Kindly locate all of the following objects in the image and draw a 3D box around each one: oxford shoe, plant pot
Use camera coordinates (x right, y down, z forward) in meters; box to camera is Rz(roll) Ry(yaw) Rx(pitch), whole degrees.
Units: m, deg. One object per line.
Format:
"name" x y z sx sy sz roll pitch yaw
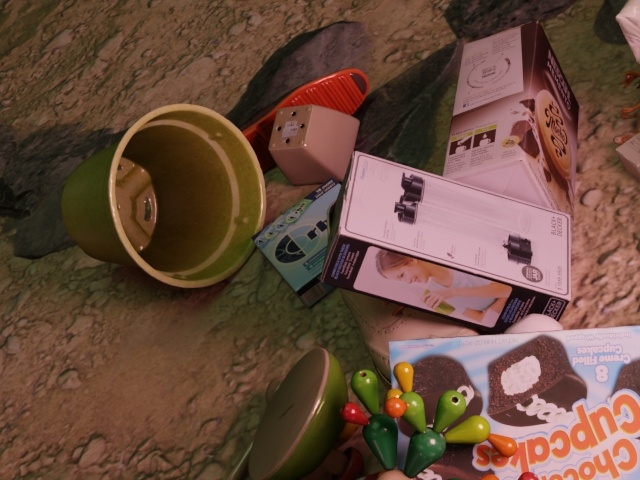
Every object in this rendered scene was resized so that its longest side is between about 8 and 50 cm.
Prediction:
"oxford shoe" -0.047 -0.209 2.339 0.271 0.097 0.098 -30 29 7
"plant pot" -0.269 -0.060 2.222 0.254 0.276 0.276 -5 43 52
"oxford shoe" 0.094 0.080 1.816 0.140 0.146 0.397 -35 35 -5
"plant pot" -0.018 -0.156 2.215 0.109 0.096 0.109 -2 66 38

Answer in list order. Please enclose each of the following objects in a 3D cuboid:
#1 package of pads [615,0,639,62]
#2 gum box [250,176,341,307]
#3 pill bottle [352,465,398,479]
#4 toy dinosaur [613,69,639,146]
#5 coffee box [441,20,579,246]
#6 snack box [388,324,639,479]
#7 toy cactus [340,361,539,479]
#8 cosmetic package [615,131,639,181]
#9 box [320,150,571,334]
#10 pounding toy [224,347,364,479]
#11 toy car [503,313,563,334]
"package of pads" 0.527 -0.304 1.652 0.297 0.101 0.229 11 55 47
"gum box" 0.000 0.000 2.087 0.157 0.041 0.184 -37 35 -4
"pill bottle" 0.075 0.304 1.614 0.152 0.086 0.086 -21 36 18
"toy dinosaur" 0.474 -0.201 1.937 0.211 0.064 0.112 -45 52 1
"coffee box" 0.262 -0.134 1.920 0.119 0.168 0.297 -15 39 26
"snack box" 0.237 0.187 1.489 0.322 0.060 0.187 -5 86 19
"toy cactus" 0.098 0.234 1.460 0.180 0.219 0.112 -59 -10 20
"cosmetic package" 0.452 -0.127 1.865 0.115 0.041 0.060 -35 35 0
"box" 0.156 0.008 1.748 0.290 0.087 0.169 16 41 -5
"pounding toy" -0.007 0.242 1.769 0.237 0.110 0.183 -32 31 63
"toy car" 0.233 0.179 1.611 0.182 0.159 0.136 -34 -4 4
